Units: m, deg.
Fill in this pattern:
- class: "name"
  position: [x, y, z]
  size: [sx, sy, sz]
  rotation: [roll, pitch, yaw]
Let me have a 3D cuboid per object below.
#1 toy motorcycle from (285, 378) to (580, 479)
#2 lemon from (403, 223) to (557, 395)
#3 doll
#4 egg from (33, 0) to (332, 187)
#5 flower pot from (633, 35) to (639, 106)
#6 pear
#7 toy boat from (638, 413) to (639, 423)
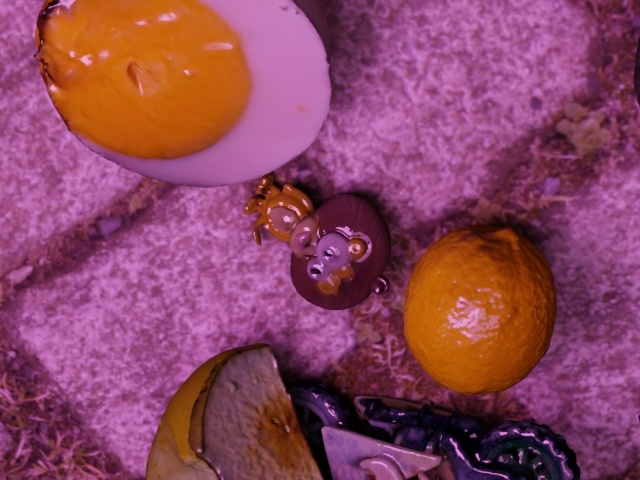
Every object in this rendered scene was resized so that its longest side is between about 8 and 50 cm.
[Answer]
- class: "toy motorcycle"
  position: [0.110, 0.302, 1.735]
  size: [0.410, 0.169, 0.237]
  rotation: [6, 111, 26]
- class: "lemon"
  position: [0.180, 0.078, 1.624]
  size: [0.180, 0.180, 0.193]
  rotation: [34, 132, -6]
- class: "doll"
  position: [-0.005, 0.007, 1.674]
  size: [0.188, 0.096, 0.145]
  rotation: [13, 109, 15]
- class: "egg"
  position: [-0.134, -0.232, 1.523]
  size: [0.337, 0.201, 0.337]
  rotation: [4, 142, 3]
- class: "flower pot"
  position: [0.469, -0.150, 1.446]
  size: [0.301, 0.213, 0.302]
  rotation: [4, 115, 9]
- class: "pear"
  position: [-0.123, 0.286, 1.732]
  size: [0.292, 0.159, 0.292]
  rotation: [29, 128, 45]
- class: "toy boat"
  position: [0.504, 0.300, 1.698]
  size: [0.088, 0.129, 0.295]
  rotation: [-41, 102, 13]
